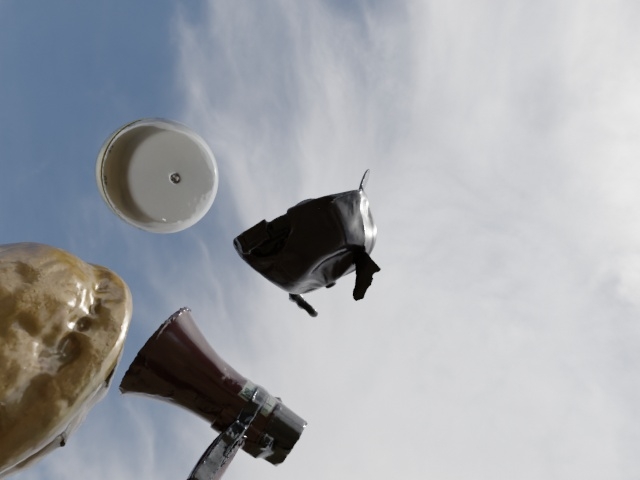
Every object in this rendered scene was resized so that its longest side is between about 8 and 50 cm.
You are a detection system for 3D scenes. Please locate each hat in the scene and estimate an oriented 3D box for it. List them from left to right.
[{"bbox_3d":[0.022,0.013,0.799,0.238,0.336,0.209,-25,-84,36],"label":"hat"}]

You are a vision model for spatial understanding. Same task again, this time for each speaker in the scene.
[{"bbox_3d":[-0.191,0.286,0.780,0.329,0.259,0.198,33,-94,9],"label":"speaker"}]

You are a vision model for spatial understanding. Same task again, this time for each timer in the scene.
[{"bbox_3d":[-0.403,-0.155,1.034,0.285,0.285,0.285,1,-87,18],"label":"timer"}]

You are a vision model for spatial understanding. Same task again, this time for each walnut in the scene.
[{"bbox_3d":[-0.510,0.185,0.714,0.383,0.383,0.384,1,-87,18],"label":"walnut"}]
